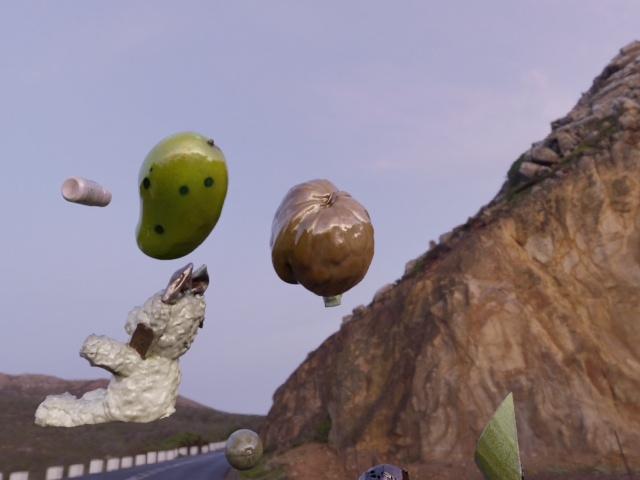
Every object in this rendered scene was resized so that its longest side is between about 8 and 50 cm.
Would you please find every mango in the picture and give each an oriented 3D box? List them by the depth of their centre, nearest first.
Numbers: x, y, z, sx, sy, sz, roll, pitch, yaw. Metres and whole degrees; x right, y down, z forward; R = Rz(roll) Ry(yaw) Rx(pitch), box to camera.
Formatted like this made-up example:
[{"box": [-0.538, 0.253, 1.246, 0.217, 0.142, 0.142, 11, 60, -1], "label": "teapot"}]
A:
[{"box": [-0.285, -0.079, 0.920, 0.175, 0.143, 0.293, 26, -65, -7], "label": "mango"}]

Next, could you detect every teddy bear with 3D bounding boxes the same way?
[{"box": [-0.456, 0.248, 1.114, 0.376, 0.361, 0.327, -6, -12, 17], "label": "teddy bear"}]

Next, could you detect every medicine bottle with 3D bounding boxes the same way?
[{"box": [-0.462, -0.094, 0.909, 0.052, 0.052, 0.089, -12, -8, 13], "label": "medicine bottle"}]

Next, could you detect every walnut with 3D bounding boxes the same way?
[{"box": [0.000, 0.000, 1.181, 0.285, 0.296, 0.285, -32, -39, -30], "label": "walnut"}]

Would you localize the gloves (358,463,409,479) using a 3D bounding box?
[{"box": [0.146, 0.654, 1.091, 0.165, 0.203, 0.124, 7, -59, -2], "label": "gloves"}]

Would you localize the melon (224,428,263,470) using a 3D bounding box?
[{"box": [-0.198, 0.539, 1.183, 0.098, 0.097, 0.131, 6, -15, -24], "label": "melon"}]

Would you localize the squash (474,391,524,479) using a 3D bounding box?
[{"box": [0.430, 0.494, 1.017, 0.204, 0.155, 0.236, -39, -46, -23], "label": "squash"}]

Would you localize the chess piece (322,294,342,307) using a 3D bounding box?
[{"box": [0.014, 0.060, 1.461, 0.176, 0.175, 0.298, -10, -65, 10], "label": "chess piece"}]
